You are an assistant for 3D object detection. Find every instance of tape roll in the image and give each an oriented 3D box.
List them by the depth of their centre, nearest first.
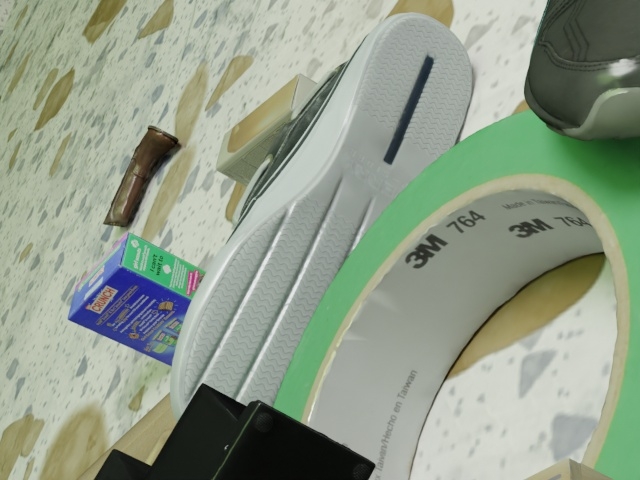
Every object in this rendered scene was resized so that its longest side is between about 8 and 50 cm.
[{"bbox_3d":[0.083,0.091,0.577,0.321,0.077,0.321,-42,32,34],"label":"tape roll"}]

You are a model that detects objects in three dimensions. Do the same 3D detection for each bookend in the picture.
[{"bbox_3d":[-0.067,0.145,0.626,0.156,0.072,0.157,-59,23,-3],"label":"bookend"}]

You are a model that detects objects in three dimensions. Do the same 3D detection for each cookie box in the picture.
[{"bbox_3d":[-0.141,0.051,0.997,0.092,0.107,0.040,-40,33,38],"label":"cookie box"}]

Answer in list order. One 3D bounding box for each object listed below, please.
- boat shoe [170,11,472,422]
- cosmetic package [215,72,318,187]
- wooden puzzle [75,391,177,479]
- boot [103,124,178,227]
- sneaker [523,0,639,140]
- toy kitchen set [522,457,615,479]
[{"bbox_3d":[0.000,0.000,0.801,0.335,0.121,0.119,-59,14,-24],"label":"boat shoe"},{"bbox_3d":[-0.030,-0.084,0.984,0.115,0.060,0.041,-31,39,45],"label":"cosmetic package"},{"bbox_3d":[-0.130,0.265,0.809,0.322,0.080,0.348,-43,26,34],"label":"wooden puzzle"},{"bbox_3d":[-0.200,-0.066,1.310,0.114,0.037,0.106,-64,12,-13],"label":"boot"},{"bbox_3d":[0.144,-0.140,0.569,0.101,0.106,0.267,-6,32,19],"label":"sneaker"},{"bbox_3d":[0.061,0.124,0.413,0.075,0.068,0.083,-39,34,39],"label":"toy kitchen set"}]
